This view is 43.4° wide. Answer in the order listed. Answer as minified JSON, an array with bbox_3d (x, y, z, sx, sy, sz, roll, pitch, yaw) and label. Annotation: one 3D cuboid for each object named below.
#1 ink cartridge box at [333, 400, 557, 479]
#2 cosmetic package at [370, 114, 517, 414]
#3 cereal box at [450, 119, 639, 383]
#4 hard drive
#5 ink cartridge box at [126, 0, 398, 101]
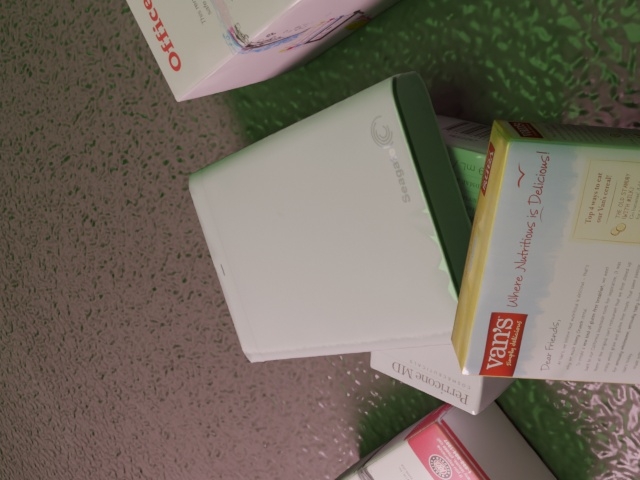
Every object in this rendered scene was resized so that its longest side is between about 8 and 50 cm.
[{"bbox_3d":[0.114,0.261,0.783,0.158,0.092,0.218,52,130,10],"label":"ink cartridge box"},{"bbox_3d":[0.116,0.019,0.684,0.117,0.086,0.231,20,118,35],"label":"cosmetic package"},{"bbox_3d":[0.218,0.014,0.529,0.240,0.047,0.172,4,117,-4],"label":"cereal box"},{"bbox_3d":[0.000,0.000,0.706,0.308,0.040,0.202,-16,93,52],"label":"hard drive"},{"bbox_3d":[-0.031,-0.246,0.634,0.233,0.168,0.171,-24,91,43],"label":"ink cartridge box"}]
